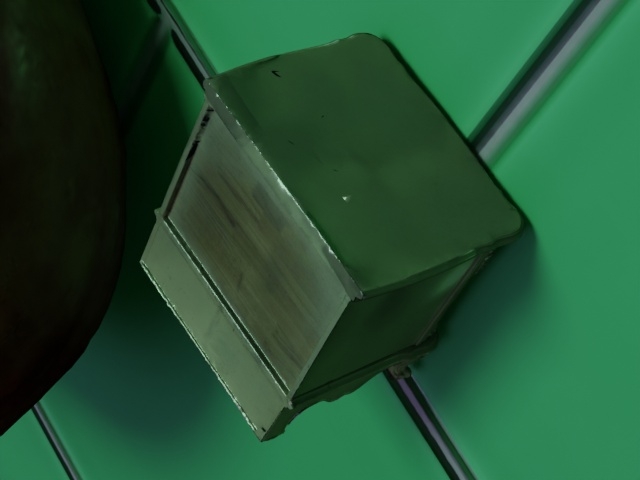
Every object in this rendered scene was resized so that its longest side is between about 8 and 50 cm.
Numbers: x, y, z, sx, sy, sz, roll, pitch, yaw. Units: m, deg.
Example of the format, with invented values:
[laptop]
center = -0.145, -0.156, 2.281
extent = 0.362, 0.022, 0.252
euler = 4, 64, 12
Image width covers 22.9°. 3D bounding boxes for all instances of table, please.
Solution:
[table]
center = 0.000, 0.000, 0.456
extent = 0.079, 0.062, 0.083
euler = 54, 142, 21

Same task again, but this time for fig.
[fig]
center = -0.181, -0.048, 0.559
extent = 0.224, 0.224, 0.263
euler = -4, 106, 54
